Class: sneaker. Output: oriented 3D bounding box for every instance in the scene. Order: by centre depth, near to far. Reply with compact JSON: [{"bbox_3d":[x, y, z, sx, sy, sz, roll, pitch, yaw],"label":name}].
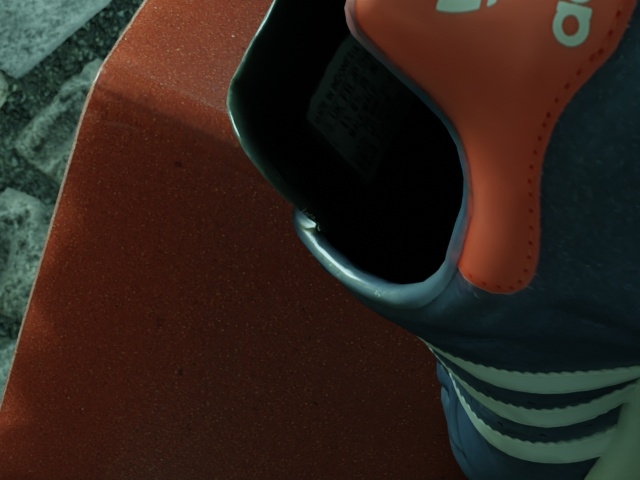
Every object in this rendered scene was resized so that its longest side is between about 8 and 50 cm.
[{"bbox_3d":[0.050,-0.014,0.484,0.350,0.148,0.131,110,-178,-72],"label":"sneaker"}]

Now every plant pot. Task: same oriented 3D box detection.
[{"bbox_3d":[0.000,0.000,0.978,0.267,0.236,0.267,-67,-2,-54],"label":"plant pot"}]
